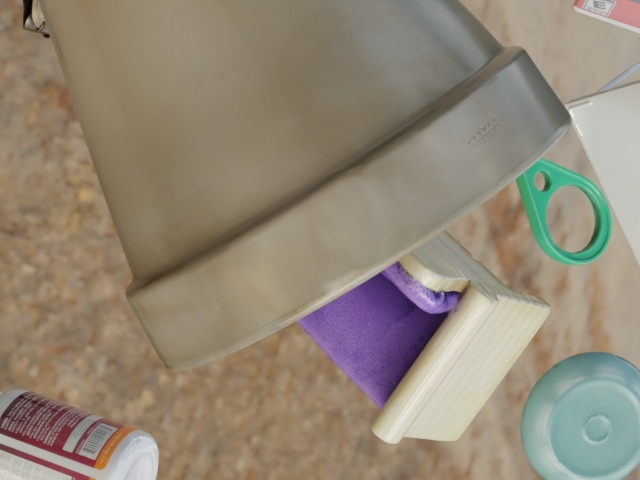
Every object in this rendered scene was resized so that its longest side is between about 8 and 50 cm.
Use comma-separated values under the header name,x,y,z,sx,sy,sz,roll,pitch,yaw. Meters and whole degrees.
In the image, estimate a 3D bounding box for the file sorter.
name,x,y,z,sx,sy,sz,roll,pitch,yaw
file sorter,0.470,-0.097,2.222,0.173,0.193,0.278,-36,104,-38

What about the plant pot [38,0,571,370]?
name,x,y,z,sx,sy,sz,roll,pitch,yaw
plant pot,-0.040,-0.113,1.211,0.280,0.323,0.323,58,36,-7

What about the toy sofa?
name,x,y,z,sx,sy,sz,roll,pitch,yaw
toy sofa,0.000,0.000,1.519,0.177,0.362,0.150,13,116,-52

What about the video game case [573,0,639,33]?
name,x,y,z,sx,sy,sz,roll,pitch,yaw
video game case,0.330,-0.215,1.470,0.285,0.204,0.025,105,5,-75

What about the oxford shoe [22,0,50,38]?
name,x,y,z,sx,sy,sz,roll,pitch,yaw
oxford shoe,-0.196,-0.188,1.495,0.096,0.227,0.083,-46,-165,-12

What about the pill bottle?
name,x,y,z,sx,sy,sz,roll,pitch,yaw
pill bottle,-0.292,0.227,1.906,0.121,0.221,0.121,17,90,-71

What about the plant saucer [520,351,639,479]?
name,x,y,z,sx,sy,sz,roll,pitch,yaw
plant saucer,0.223,0.151,1.481,0.021,0.119,0.119,-140,-120,-72

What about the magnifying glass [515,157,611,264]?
name,x,y,z,sx,sy,sz,roll,pitch,yaw
magnifying glass,0.222,-0.068,1.896,0.231,0.026,0.092,49,66,-19
